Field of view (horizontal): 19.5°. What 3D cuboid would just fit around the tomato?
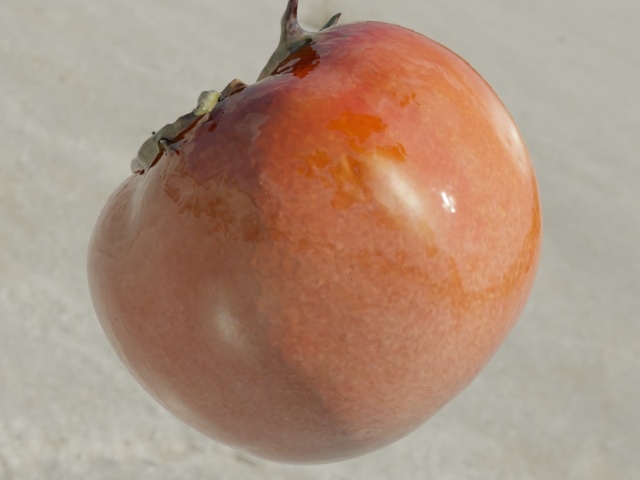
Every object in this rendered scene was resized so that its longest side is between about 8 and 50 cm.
[{"bbox_3d":[0.000,0.000,1.035,0.224,0.256,0.256,49,19,-3],"label":"tomato"}]
